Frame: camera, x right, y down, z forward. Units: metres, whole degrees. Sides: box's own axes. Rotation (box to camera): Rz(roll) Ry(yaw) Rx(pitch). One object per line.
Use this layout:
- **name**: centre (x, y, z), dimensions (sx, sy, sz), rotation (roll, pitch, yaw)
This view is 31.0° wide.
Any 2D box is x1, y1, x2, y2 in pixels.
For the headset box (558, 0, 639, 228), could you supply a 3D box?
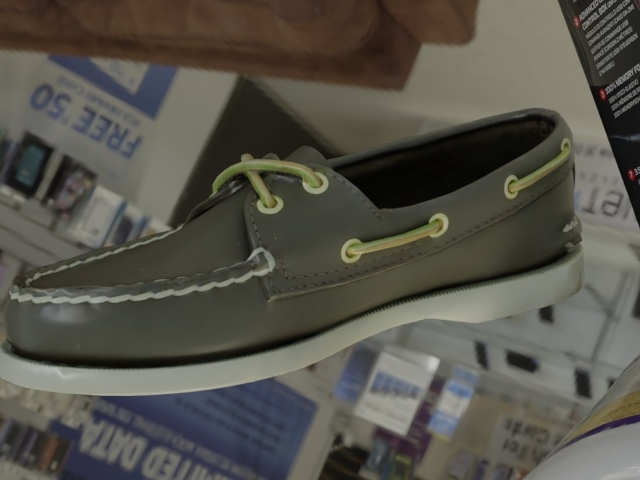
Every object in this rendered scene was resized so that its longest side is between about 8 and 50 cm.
- **headset box**: centre (0.186, -0.119, 0.428), dimensions (0.110, 0.293, 0.218), rotation (-15, 171, -18)

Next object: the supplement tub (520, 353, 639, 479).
- **supplement tub**: centre (0.247, 0.174, 0.657), dimensions (0.241, 0.241, 0.331), rotation (17, -162, 26)

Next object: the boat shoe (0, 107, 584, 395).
- **boat shoe**: centre (-0.002, -0.001, 0.533), dimensions (0.305, 0.091, 0.109), rotation (-11, -161, -30)
